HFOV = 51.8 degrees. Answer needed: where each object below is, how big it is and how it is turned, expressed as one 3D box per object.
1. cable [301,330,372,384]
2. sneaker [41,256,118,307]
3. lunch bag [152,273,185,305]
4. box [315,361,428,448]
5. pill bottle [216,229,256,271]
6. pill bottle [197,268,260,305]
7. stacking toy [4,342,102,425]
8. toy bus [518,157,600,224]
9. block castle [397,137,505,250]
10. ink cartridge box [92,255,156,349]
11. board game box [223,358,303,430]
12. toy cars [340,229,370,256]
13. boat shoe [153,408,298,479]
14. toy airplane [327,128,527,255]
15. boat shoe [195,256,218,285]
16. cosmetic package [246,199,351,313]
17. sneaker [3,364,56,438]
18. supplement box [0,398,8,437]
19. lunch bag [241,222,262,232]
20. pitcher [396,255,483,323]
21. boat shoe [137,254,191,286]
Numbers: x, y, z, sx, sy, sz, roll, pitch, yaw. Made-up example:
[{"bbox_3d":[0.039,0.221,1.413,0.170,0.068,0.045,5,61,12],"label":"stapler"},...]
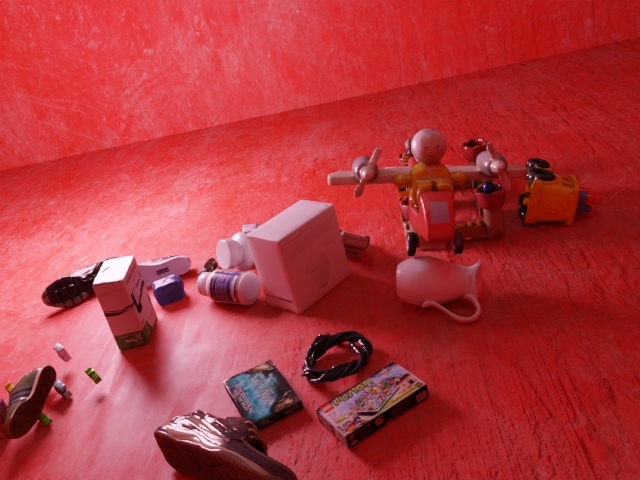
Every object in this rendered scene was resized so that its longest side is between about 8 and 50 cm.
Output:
[{"bbox_3d":[0.036,0.273,1.507,0.150,0.047,0.184,4,28,22],"label":"cable"},{"bbox_3d":[-0.765,0.140,2.124,0.267,0.101,0.106,-26,9,-26],"label":"sneaker"},{"bbox_3d":[-0.450,0.143,1.963,0.098,0.067,0.065,-19,27,-14],"label":"lunch bag"},{"bbox_3d":[0.106,0.333,1.351,0.207,0.036,0.114,-26,29,-24],"label":"box"},{"bbox_3d":[-0.197,0.028,1.949,0.208,0.118,0.117,-9,19,-36],"label":"pill bottle"},{"bbox_3d":[-0.264,0.130,1.867,0.169,0.094,0.094,3,31,30],"label":"pill bottle"},{"bbox_3d":[-0.669,0.363,1.653,0.221,0.052,0.167,19,50,38],"label":"stacking toy"},{"bbox_3d":[0.690,-0.139,1.904,0.211,0.149,0.220,7,28,12],"label":"toy bus"},{"bbox_3d":[0.388,-0.175,2.023,0.303,0.213,0.453,-9,27,10],"label":"block castle"},{"bbox_3d":[-0.529,0.166,1.796,0.086,0.208,0.153,-12,26,3],"label":"ink cartridge box"},{"bbox_3d":[-0.130,0.341,1.462,0.126,0.026,0.186,-23,28,-17],"label":"board game box"},{"bbox_3d":[0.000,0.000,1.999,0.393,0.087,0.176,13,-1,41],"label":"toy cars"},{"bbox_3d":[-0.169,0.396,1.257,0.355,0.132,0.130,10,35,38],"label":"boat shoe"},{"bbox_3d":[0.272,-0.172,1.671,0.386,0.272,0.384,-34,47,-31],"label":"toy airplane"},{"bbox_3d":[-0.354,0.096,2.044,0.046,0.038,0.125,-1,29,24],"label":"boat shoe"},{"bbox_3d":[-0.056,0.038,1.802,0.138,0.225,0.224,12,35,41],"label":"cosmetic package"},{"bbox_3d":[-0.703,0.384,1.555,0.086,0.064,0.192,-13,39,26],"label":"sneaker"},{"bbox_3d":[-0.761,0.421,1.547,0.055,0.083,0.043,-12,26,1],"label":"supplement box"},{"bbox_3d":[-0.220,-0.025,2.204,0.083,0.053,0.071,-4,28,-1],"label":"lunch bag"},{"bbox_3d":[0.290,0.121,1.609,0.207,0.125,0.178,1,49,14],"label":"pitcher"},{"bbox_3d":[-0.522,0.092,2.100,0.228,0.080,0.076,-18,9,-2],"label":"boat shoe"}]
